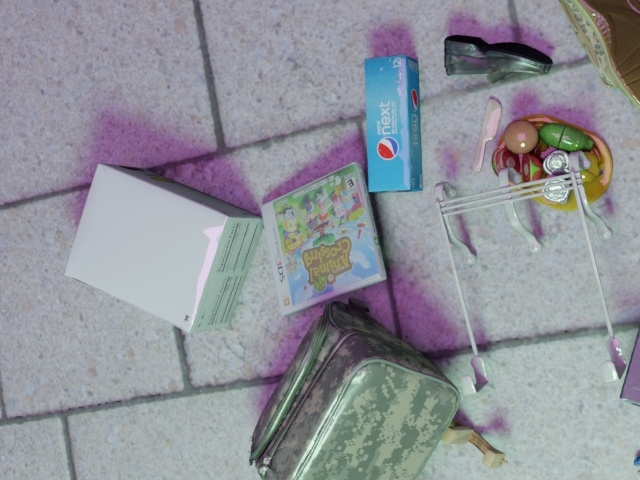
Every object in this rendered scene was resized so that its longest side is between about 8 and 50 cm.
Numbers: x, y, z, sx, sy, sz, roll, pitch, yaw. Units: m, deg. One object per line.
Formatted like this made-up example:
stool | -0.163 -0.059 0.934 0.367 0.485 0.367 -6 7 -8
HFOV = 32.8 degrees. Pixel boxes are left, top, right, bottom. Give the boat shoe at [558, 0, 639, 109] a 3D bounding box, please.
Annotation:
boat shoe | 0.432 -0.298 1.577 0.104 0.089 0.285 -27 82 -6

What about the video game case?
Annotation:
video game case | 0.000 0.000 1.732 0.212 0.023 0.193 -23 72 37

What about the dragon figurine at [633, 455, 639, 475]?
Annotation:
dragon figurine | 0.584 0.347 1.510 0.289 0.085 0.144 -5 89 23

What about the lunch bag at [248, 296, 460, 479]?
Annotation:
lunch bag | 0.028 0.266 1.668 0.305 0.212 0.256 -62 27 10

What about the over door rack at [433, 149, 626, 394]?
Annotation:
over door rack | 0.306 0.052 1.588 0.239 0.108 0.324 -12 83 32

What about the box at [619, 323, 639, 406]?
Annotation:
box | 0.523 0.146 1.521 0.153 0.108 0.207 18 97 21

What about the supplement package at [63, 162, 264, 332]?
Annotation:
supplement package | -0.261 0.009 1.820 0.262 0.145 0.204 22 99 20

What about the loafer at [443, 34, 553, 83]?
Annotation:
loafer | 0.269 -0.270 1.655 0.170 0.062 0.061 16 118 25

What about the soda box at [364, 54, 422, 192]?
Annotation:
soda box | 0.115 -0.181 1.706 0.071 0.067 0.210 -2 89 23

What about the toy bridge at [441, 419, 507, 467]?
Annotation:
toy bridge | 0.212 0.298 1.667 0.188 0.063 0.026 26 100 40

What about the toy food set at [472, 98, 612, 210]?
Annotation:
toy food set | 0.324 -0.125 1.620 0.218 0.071 0.128 23 99 21
